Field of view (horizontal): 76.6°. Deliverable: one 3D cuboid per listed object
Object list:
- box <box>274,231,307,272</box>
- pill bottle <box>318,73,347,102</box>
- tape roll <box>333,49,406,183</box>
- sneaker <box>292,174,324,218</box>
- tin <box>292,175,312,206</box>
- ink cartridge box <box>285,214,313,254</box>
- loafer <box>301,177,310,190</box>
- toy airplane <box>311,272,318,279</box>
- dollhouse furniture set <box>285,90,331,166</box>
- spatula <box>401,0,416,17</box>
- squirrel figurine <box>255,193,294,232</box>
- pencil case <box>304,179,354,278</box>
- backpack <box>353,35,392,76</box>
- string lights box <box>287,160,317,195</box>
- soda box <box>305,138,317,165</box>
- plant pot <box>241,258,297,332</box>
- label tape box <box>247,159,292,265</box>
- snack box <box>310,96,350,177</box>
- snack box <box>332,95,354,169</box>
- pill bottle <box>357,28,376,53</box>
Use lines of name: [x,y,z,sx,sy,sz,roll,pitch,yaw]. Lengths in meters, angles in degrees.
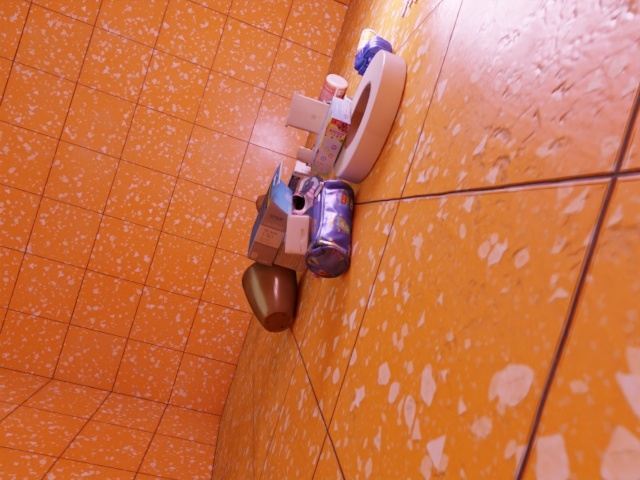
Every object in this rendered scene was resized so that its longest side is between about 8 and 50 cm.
box: [-0.105,0.048,1.649,0.072,0.137,0.126,-84,15,-53]
pill bottle: [0.056,-0.774,2.202,0.121,0.121,0.216,-83,15,-45]
tape roll: [0.139,-0.363,1.224,0.392,0.071,0.393,-164,90,-80]
sneaker: [-0.060,-0.192,1.759,0.112,0.131,0.319,-35,36,34]
tin: [-0.075,-0.235,2.050,0.040,0.106,0.190,-154,81,-79]
ink cartridge box: [-0.070,-0.018,1.486,0.190,0.082,0.140,17,-102,-82]
loafer: [-0.064,-0.143,1.934,0.095,0.109,0.303,26,-98,-66]
toy airplane: [-0.001,0.066,1.376,0.151,0.028,0.151,-163,90,-81]
dollhouse furniture set: [-0.052,-0.470,1.736,0.303,0.198,0.287,-112,38,-77]
spatula: [0.308,-0.834,1.248,0.168,0.019,0.242,-123,51,-76]
squirrel figurine: [-0.240,-0.077,2.248,0.397,0.280,0.371,129,150,-71]
pencil case: [0.027,-0.047,1.132,0.119,0.133,0.306,-25,39,30]
backpack: [0.180,-0.590,1.324,0.120,0.097,0.101,-38,44,51]
string lights box: [-0.114,-0.322,2.325,0.260,0.133,0.077,121,164,-52]
soda box: [-0.003,-0.437,2.040,0.263,0.092,0.084,153,135,-76]
plant pot: [-0.192,0.241,1.647,0.254,0.237,0.237,-111,37,-51]
label tape box: [-0.179,-0.112,1.616,0.249,0.115,0.348,-95,30,-59]
snack box: [0.034,-0.346,1.357,0.175,0.070,0.207,-85,17,-49]
snack box: [0.093,-0.427,1.598,0.322,0.060,0.187,-86,15,-53]
pill bottle: [0.192,-0.818,1.705,0.065,0.065,0.117,165,122,-78]
